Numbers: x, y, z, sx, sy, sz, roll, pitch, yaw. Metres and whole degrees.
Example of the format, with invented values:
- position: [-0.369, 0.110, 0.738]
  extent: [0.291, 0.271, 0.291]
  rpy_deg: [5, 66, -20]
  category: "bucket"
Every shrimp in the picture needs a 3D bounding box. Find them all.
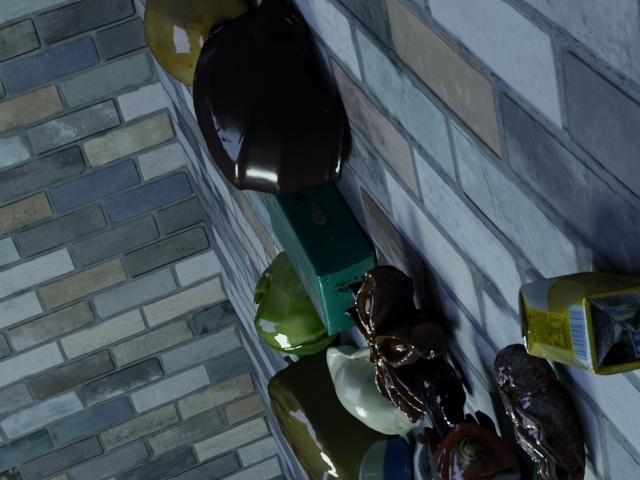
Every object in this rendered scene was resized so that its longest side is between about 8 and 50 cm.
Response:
- position: [0.220, 0.187, 1.299]
  extent: [0.073, 0.075, 0.190]
  rpy_deg: [-7, 118, 47]
  category: "shrimp"

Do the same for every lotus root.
- position: [-0.176, -0.324, 2.070]
  extent: [0.310, 0.183, 0.183]
  rpy_deg: [37, 148, 61]
  category: "lotus root"

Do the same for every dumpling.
- position: [0.080, 0.210, 2.005]
  extent: [0.169, 0.100, 0.134]
  rpy_deg: [61, 153, 27]
  category: "dumpling"

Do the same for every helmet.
- position: [-0.089, -0.193, 1.835]
  extent: [0.225, 0.177, 0.305]
  rpy_deg: [87, 158, -67]
  category: "helmet"

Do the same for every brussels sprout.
- position: [-0.026, 0.104, 2.231]
  extent: [0.131, 0.145, 0.183]
  rpy_deg: [44, -123, -50]
  category: "brussels sprout"

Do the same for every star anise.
- position: [0.114, 0.131, 1.684]
  extent: [0.214, 0.099, 0.220]
  rpy_deg: [52, 162, 11]
  category: "star anise"

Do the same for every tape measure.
- position: [0.111, 0.366, 2.094]
  extent: [0.215, 0.098, 0.351]
  rpy_deg: [-64, -39, -73]
  category: "tape measure"

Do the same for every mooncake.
- position: [0.021, 0.335, 2.352]
  extent: [0.284, 0.155, 0.284]
  rpy_deg: [55, 166, 21]
  category: "mooncake"

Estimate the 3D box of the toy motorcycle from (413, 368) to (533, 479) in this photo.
- position: [0.204, 0.352, 1.555]
  extent: [0.207, 0.134, 0.401]
  rpy_deg: [-119, 12, -66]
  category: "toy motorcycle"

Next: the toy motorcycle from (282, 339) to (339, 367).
- position: [-0.043, 0.144, 2.491]
  extent: [0.296, 0.109, 0.198]
  rpy_deg: [90, 158, -59]
  category: "toy motorcycle"

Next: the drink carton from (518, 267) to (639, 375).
- position: [0.206, 0.062, 1.066]
  extent: [0.200, 0.084, 0.074]
  rpy_deg: [-177, 76, -80]
  category: "drink carton"

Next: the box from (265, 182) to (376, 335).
- position: [0.000, 0.000, 1.999]
  extent: [0.153, 0.092, 0.245]
  rpy_deg: [79, 166, -51]
  category: "box"
